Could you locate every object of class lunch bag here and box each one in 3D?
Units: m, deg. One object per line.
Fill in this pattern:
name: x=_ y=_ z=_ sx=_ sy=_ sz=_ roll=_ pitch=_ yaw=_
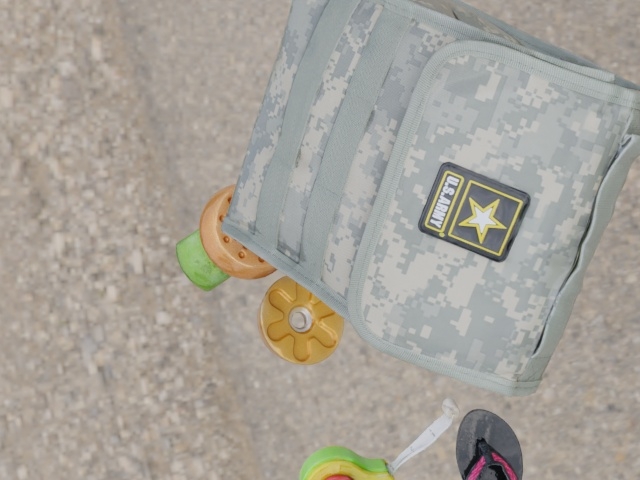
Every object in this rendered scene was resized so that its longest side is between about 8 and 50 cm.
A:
lunch bag: x=0.086 y=-0.050 z=0.871 sx=0.287 sy=0.169 sz=0.235 roll=34 pitch=113 yaw=40

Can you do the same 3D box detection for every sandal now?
sandal: x=0.172 y=0.257 z=1.179 sx=0.040 sy=0.067 sz=0.179 roll=82 pitch=-174 yaw=-77

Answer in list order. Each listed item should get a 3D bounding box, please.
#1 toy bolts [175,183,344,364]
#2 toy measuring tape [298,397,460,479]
toy bolts: x=0.000 y=0.000 z=1.259 sx=0.218 sy=0.228 sz=0.158 roll=52 pitch=151 yaw=-6
toy measuring tape: x=0.068 y=0.343 z=1.869 sx=0.330 sy=0.121 sz=0.121 roll=-43 pitch=60 yaw=4
